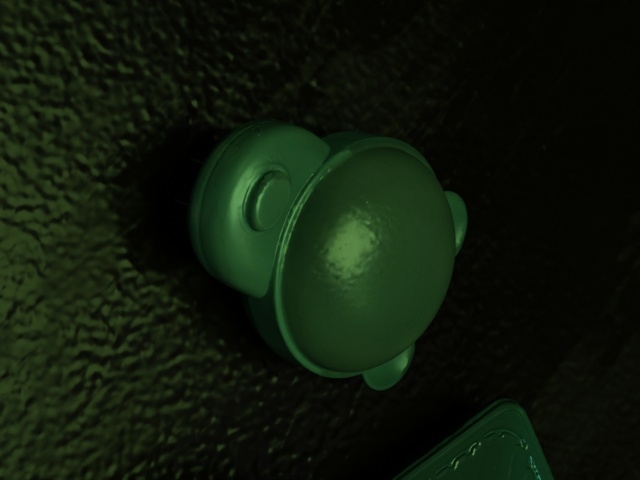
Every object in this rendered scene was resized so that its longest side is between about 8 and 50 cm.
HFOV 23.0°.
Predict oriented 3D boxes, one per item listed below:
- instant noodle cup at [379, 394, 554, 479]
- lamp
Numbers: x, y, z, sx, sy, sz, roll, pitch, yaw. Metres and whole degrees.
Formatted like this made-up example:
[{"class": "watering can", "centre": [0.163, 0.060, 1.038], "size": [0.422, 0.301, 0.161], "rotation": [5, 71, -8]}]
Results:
[{"class": "instant noodle cup", "centre": [0.128, 0.244, 1.444], "size": [0.179, 0.070, 0.157], "rotation": [-33, 109, -26]}, {"class": "lamp", "centre": [0.008, 0.002, 1.320], "size": [0.284, 0.147, 0.209], "rotation": [28, 80, -27]}]
